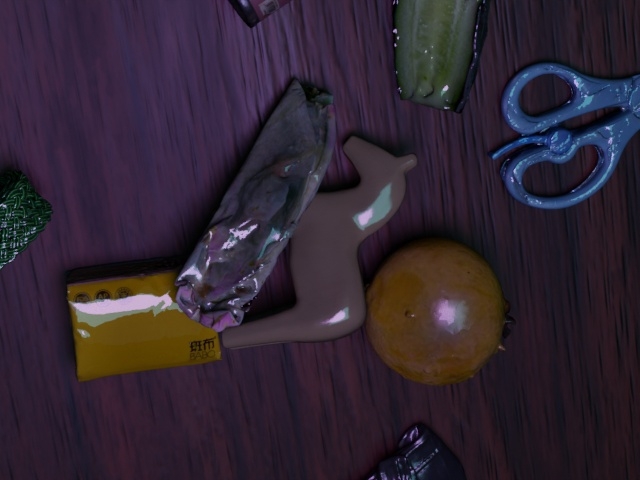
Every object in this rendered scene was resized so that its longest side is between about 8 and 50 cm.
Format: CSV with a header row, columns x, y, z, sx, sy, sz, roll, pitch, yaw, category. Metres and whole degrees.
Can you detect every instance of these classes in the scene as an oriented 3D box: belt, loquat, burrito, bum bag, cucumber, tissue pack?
x,y,z,sx,sy,sz,roll,pitch,yaw,category
-0.366,-0.014,1.560,0.151,0.121,0.079,-40,112,5,belt
0.125,0.080,1.690,0.204,0.149,0.172,8,110,8,loquat
-0.060,-0.040,1.609,0.096,0.066,0.309,23,76,14,burrito
0.069,0.340,1.795,0.248,0.060,0.123,-37,111,-3,bum bag
0.142,-0.245,1.639,0.115,0.085,0.193,15,108,28,cucumber
-0.200,0.087,1.647,0.169,0.082,0.120,-7,106,-12,tissue pack

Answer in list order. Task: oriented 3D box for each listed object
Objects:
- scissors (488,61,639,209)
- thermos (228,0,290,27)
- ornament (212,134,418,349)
x,y,z,sx,sy,sz,roll,pitch,yaw,category
0.385,-0.162,1.743,0.393,0.032,0.180,-19,109,-8,scissors
0.039,-0.354,1.557,0.330,0.109,0.136,-34,68,-2,thermos
0.000,0.000,1.657,0.244,0.061,0.230,-8,80,7,ornament
